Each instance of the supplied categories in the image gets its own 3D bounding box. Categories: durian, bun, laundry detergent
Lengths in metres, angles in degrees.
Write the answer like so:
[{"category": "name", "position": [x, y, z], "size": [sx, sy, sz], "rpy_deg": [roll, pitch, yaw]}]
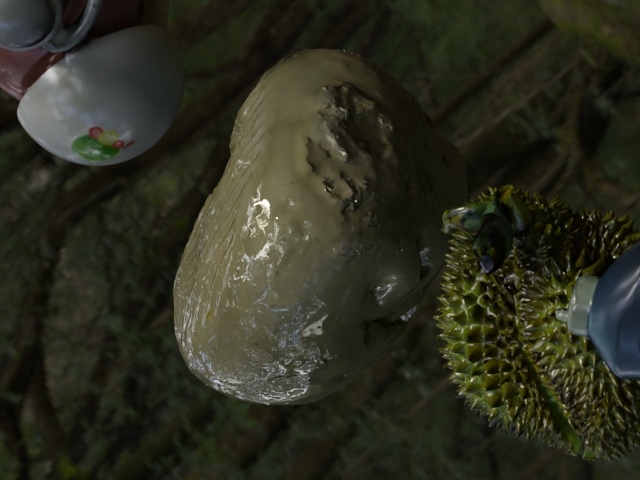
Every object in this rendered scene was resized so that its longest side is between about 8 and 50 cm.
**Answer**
[{"category": "durian", "position": [0.157, 0.051, 0.902], "size": [0.198, 0.146, 0.159], "rpy_deg": [36, 132, 7]}, {"category": "bun", "position": [0.000, 0.000, 1.240], "size": [0.234, 0.326, 0.362], "rpy_deg": [26, -175, -6]}, {"category": "laundry detergent", "position": [0.232, 0.046, 0.756], "size": [0.206, 0.097, 0.061], "rpy_deg": [8, -157, 20]}]

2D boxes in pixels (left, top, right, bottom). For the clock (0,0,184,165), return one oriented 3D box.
[{"category": "clock", "position": [-0.111, -0.123, 0.535], "size": [0.166, 0.092, 0.162], "rpy_deg": [54, -168, -33]}]
